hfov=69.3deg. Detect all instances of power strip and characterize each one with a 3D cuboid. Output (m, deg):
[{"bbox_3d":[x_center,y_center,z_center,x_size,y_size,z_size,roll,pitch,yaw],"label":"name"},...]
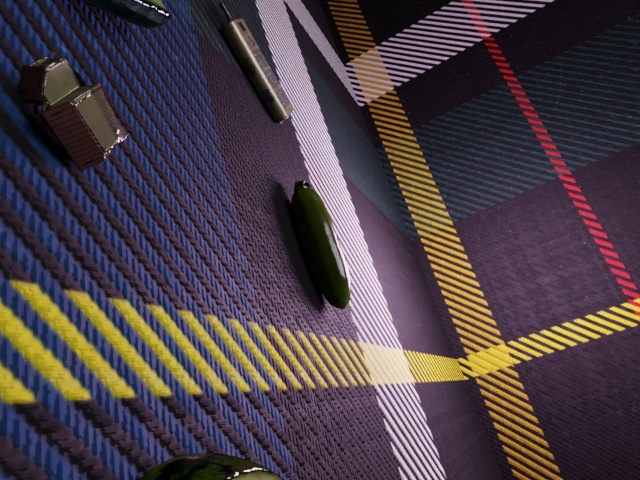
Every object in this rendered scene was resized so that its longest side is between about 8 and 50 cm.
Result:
[{"bbox_3d":[-0.138,-0.373,0.981,0.268,0.034,0.092,58,20,-21],"label":"power strip"}]

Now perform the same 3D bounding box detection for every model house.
[{"bbox_3d":[-0.221,-0.112,0.406,0.058,0.057,0.083,-61,149,-37],"label":"model house"}]

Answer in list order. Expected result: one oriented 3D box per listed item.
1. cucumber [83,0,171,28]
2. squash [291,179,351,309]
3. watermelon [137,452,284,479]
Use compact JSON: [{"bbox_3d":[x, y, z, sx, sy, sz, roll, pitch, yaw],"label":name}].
[{"bbox_3d":[-0.252,-0.309,0.542,0.117,0.062,0.115,58,17,0],"label":"cucumber"},{"bbox_3d":[0.000,0.000,0.844,0.069,0.069,0.258,16,51,-66],"label":"squash"},{"bbox_3d":[-0.081,0.229,0.355,0.245,0.063,0.119,46,45,-57],"label":"watermelon"}]
